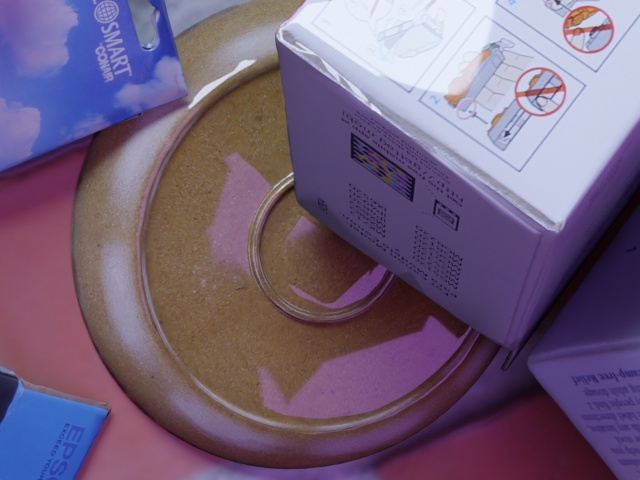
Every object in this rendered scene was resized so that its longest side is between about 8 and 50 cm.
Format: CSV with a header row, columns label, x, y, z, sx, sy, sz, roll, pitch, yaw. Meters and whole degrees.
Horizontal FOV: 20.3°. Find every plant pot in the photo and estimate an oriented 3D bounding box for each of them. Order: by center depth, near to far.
label,x,y,z,sx,sy,sz,roll,pitch,yaw
plant pot,0.000,0.000,0.855,0.236,0.032,0.236,-3,102,-16

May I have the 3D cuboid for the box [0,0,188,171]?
label,x,y,z,sx,sy,sz,roll,pitch,yaw
box,-0.153,-0.076,0.764,0.178,0.042,0.109,-24,137,-12

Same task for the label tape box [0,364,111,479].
label,x,y,z,sx,sy,sz,roll,pitch,yaw
label tape box,-0.266,0.126,0.735,0.241,0.106,0.333,-62,150,1

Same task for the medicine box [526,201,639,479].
label,x,y,z,sx,sy,sz,roll,pitch,yaw
medicine box,0.287,0.061,0.846,0.289,0.149,0.263,50,60,-18

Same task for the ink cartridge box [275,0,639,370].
label,x,y,z,sx,sy,sz,roll,pitch,yaw
ink cartridge box,0.126,-0.118,0.773,0.130,0.272,0.309,36,78,11
